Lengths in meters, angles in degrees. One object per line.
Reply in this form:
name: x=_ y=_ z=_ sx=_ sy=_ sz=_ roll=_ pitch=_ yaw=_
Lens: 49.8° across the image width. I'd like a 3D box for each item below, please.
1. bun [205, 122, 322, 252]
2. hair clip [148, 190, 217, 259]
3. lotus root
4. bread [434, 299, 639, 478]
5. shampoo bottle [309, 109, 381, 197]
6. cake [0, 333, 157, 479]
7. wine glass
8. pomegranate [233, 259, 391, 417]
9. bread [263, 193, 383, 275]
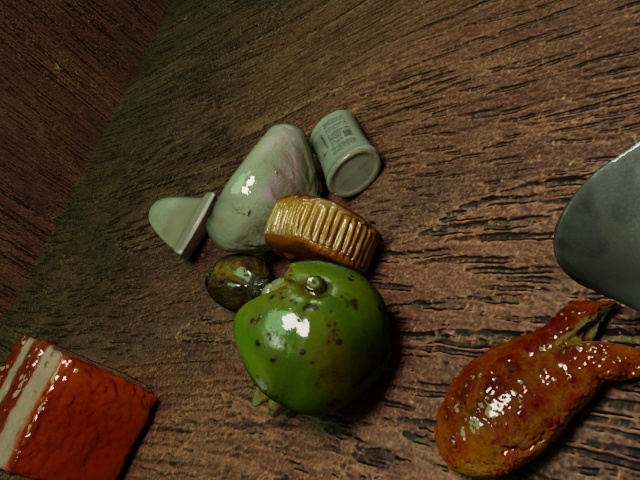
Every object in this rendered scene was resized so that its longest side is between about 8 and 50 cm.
bun: x=-0.090 y=-0.081 z=1.377 sx=0.293 sy=0.187 sz=0.293 roll=-53 pitch=7 yaw=9
hair clip: x=-0.338 y=-0.040 z=1.739 sx=0.282 sy=0.113 sz=0.172 roll=15 pitch=74 yaw=51
lotus root: x=-0.156 y=0.085 z=1.375 sx=0.209 sy=0.120 sz=0.120 roll=6 pitch=66 yaw=53
bread: x=0.243 y=0.167 z=0.797 sx=0.269 sy=0.095 sz=0.139 roll=-42 pitch=42 yaw=14
shampoo bottle: x=0.040 y=-0.190 z=1.384 sx=0.118 sy=0.087 sz=0.234 roll=-44 pitch=34 yaw=16
cake: x=-0.551 y=0.380 z=1.475 sx=0.319 sy=0.270 sz=0.269 roll=1 pitch=62 yaw=52
wine glass: x=0.380 y=0.109 z=0.537 sx=0.267 sy=0.267 sz=0.406 roll=-37 pitch=40 yaw=27
pomegranate: x=-0.019 y=0.171 z=1.054 sx=0.236 sy=0.236 sz=0.302 roll=-98 pitch=21 yaw=-47
bread: x=-0.001 y=0.000 z=1.180 sx=0.199 sy=0.199 sz=0.104 roll=5 pitch=67 yaw=54
